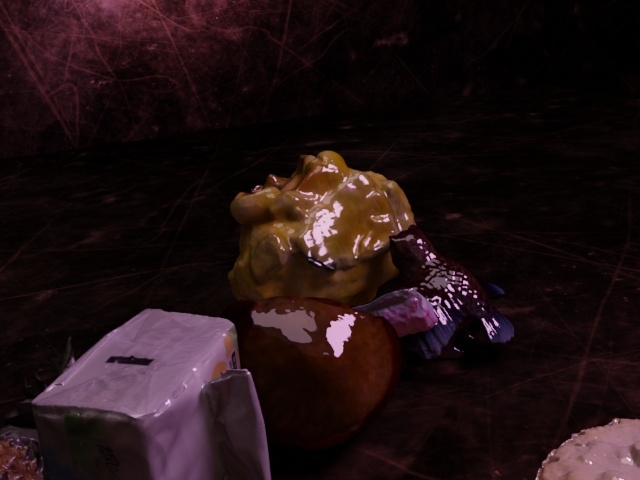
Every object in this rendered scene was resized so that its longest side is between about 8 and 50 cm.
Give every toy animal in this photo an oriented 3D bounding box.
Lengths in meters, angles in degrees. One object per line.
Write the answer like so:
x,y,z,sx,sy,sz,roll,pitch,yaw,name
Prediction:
0.166,0.058,0.997,0.116,0.179,0.218,-23,3,43,toy animal

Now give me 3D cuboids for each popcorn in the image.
0.000,0.000,1.089,0.286,0.252,0.215,-28,26,-31,popcorn

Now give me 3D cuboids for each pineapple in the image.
-0.285,0.208,0.764,0.119,0.130,0.277,-29,12,23,pineapple

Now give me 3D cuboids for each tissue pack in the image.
-0.099,0.189,0.585,0.145,0.229,0.159,3,19,17,tissue pack

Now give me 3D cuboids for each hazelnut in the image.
-0.020,0.130,0.817,0.202,0.170,0.160,28,25,7,hazelnut

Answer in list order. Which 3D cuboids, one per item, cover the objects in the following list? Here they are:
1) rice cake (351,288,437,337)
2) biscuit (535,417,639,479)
-0.007,0.118,0.915,0.290,0.081,0.051,-16,53,9,rice cake
0.263,0.229,0.616,0.179,0.084,0.281,0,20,11,biscuit
